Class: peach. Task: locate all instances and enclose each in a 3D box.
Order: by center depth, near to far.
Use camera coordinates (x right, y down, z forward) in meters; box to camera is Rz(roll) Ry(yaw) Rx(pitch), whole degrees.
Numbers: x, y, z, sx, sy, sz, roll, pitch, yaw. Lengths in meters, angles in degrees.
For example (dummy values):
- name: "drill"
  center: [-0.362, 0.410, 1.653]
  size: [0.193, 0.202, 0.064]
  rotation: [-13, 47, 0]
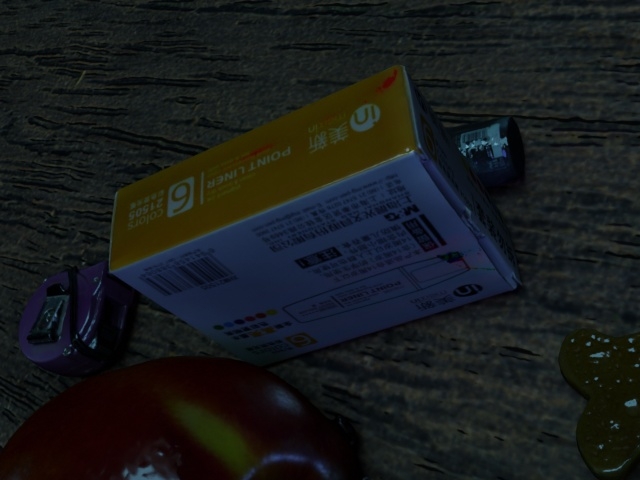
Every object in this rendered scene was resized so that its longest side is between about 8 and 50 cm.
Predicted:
- name: "peach"
  center: [-0.158, 0.206, 0.682]
  size: [0.361, 0.201, 0.258]
  rotation: [4, 68, 34]

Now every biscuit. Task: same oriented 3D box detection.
- name: "biscuit"
  center: [0.273, 0.096, 0.573]
  size: [0.205, 0.031, 0.138]
  rotation: [-21, 44, 21]

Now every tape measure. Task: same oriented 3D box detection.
- name: "tape measure"
  center: [-0.265, 0.082, 0.901]
  size: [0.118, 0.074, 0.125]
  rotation: [-12, 57, 28]

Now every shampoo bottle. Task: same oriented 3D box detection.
- name: "shampoo bottle"
  center: [0.080, -0.064, 0.768]
  size: [0.207, 0.063, 0.057]
  rotation: [-13, 48, 27]

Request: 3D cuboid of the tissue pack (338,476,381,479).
- name: "tissue pack"
  center: [0.121, 0.277, 0.485]
  size: [0.332, 0.123, 0.245]
  rotation: [-11, 63, 48]

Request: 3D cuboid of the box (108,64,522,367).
- name: "box"
  center: [0.000, 0.000, 0.684]
  size: [0.273, 0.221, 0.091]
  rotation: [-18, 53, 21]
